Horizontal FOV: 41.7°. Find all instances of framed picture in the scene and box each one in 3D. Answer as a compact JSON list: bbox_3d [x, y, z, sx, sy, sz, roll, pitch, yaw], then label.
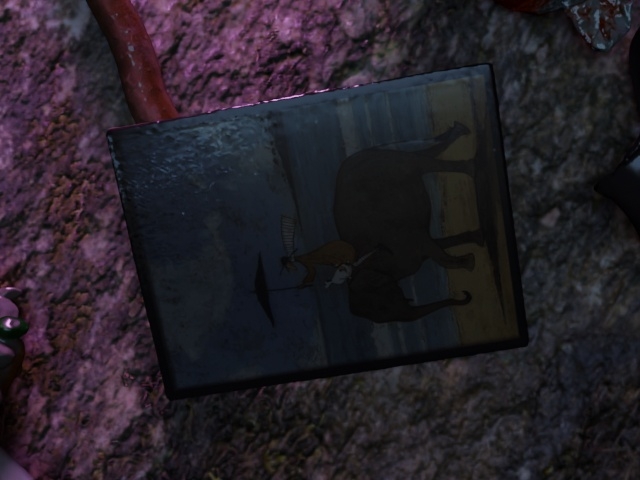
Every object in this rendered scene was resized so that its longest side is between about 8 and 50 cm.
[{"bbox_3d":[0.000,0.000,0.754,0.347,0.016,0.265,-8,103,5],"label":"framed picture"}]

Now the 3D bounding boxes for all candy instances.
[{"bbox_3d":[0.152,-0.266,0.753,0.292,0.059,0.086,31,91,3],"label":"candy"}]

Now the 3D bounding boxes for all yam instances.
[{"bbox_3d":[-0.182,-0.180,0.788,0.045,0.045,0.327,-27,87,25],"label":"yam"}]

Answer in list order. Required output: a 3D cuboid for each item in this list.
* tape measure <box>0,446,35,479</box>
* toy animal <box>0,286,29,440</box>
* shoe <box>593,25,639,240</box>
[{"bbox_3d":[-0.254,0.341,0.727,0.351,0.215,0.098,43,134,2],"label":"tape measure"},{"bbox_3d":[-0.321,0.129,0.731,0.138,0.108,0.236,-14,60,11],"label":"toy animal"},{"bbox_3d":[0.278,-0.066,0.720,0.093,0.108,0.241,-8,82,6],"label":"shoe"}]
